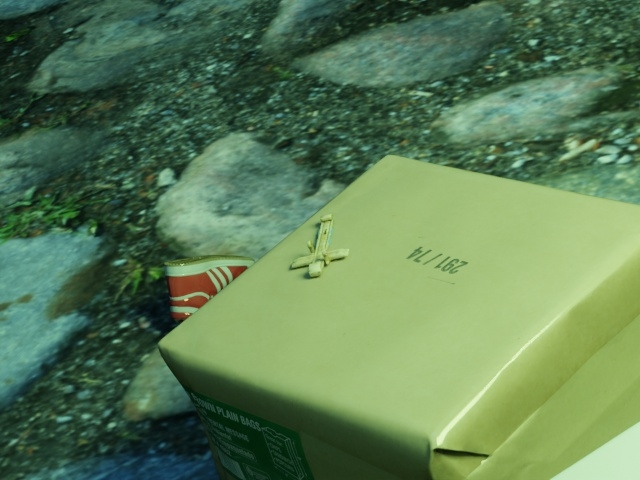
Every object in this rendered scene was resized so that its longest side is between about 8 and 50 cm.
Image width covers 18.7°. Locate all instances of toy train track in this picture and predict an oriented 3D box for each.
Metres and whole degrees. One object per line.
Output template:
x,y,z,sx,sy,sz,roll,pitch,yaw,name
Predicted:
0.000,0.000,1.559,0.048,0.014,0.083,-12,30,16,toy train track

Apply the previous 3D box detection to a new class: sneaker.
-0.107,0.049,1.875,0.042,0.067,0.118,1,5,38,sneaker

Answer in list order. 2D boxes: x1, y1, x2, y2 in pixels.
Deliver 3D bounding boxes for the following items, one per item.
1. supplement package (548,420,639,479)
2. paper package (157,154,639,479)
0.183,0.253,1.058,0.263,0.198,0.199,-29,46,-19,supplement package
0.094,0.093,1.527,0.309,0.168,0.325,-39,34,-30,paper package
